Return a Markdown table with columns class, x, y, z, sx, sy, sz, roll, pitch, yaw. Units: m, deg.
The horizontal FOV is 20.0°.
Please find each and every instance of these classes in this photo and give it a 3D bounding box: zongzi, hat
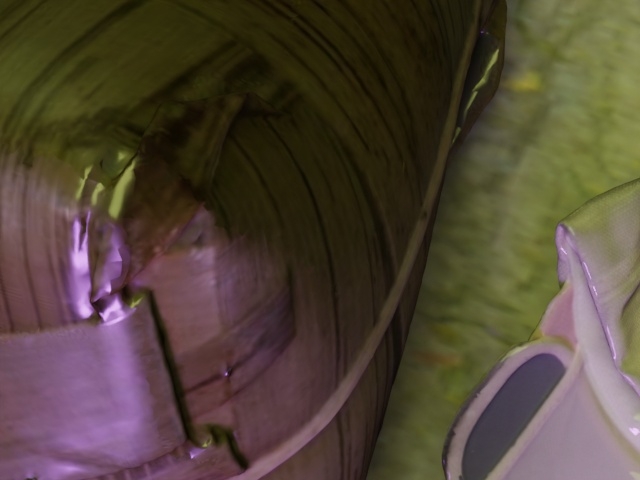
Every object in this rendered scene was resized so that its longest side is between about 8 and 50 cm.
| class | x | y | z | sx | sy | sz | roll | pitch | yaw |
| --- | --- | --- | --- | --- | --- | --- | --- | --- | --- |
| zongzi | -0.020 | -0.004 | 0.931 | 0.218 | 0.467 | 0.500 | 14 | 44 | 19 |
| hat | 0.190 | 0.096 | 0.864 | 0.219 | 0.164 | 0.226 | 37 | 129 | 18 |
